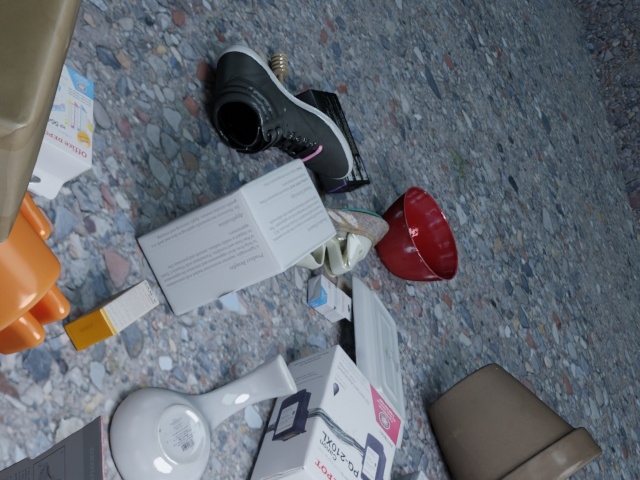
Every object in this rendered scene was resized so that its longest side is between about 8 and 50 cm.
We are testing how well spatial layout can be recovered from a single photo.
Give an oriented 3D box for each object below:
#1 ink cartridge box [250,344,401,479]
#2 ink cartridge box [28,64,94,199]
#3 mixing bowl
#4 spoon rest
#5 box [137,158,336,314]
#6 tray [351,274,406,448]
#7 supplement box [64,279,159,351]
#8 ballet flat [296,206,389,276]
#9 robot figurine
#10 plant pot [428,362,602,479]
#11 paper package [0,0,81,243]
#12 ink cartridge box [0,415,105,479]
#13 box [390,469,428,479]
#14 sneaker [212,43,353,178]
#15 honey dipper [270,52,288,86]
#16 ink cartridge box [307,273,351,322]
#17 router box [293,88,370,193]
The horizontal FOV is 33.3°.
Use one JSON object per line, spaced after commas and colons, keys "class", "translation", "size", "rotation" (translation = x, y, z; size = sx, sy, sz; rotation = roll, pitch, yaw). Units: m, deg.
{"class": "ink cartridge box", "translation": [0.012, 0.292, 1.477], "size": [0.172, 0.100, 0.237], "rotation": [52, 32, -23]}
{"class": "ink cartridge box", "translation": [-0.325, -0.128, 1.238], "size": [0.092, 0.090, 0.143], "rotation": [30, 44, -47]}
{"class": "mixing bowl", "translation": [0.162, 0.003, 1.941], "size": [0.181, 0.098, 0.181], "rotation": [40, 38, -40]}
{"class": "spoon rest", "translation": [-0.147, 0.222, 1.310], "size": [0.276, 0.084, 0.137], "rotation": [-23, 88, -48]}
{"class": "box", "translation": [-0.107, -0.006, 1.416], "size": [0.119, 0.181, 0.182], "rotation": [64, 29, -5]}
{"class": "tray", "translation": [0.097, 0.187, 1.713], "size": [0.145, 0.030, 0.270], "rotation": [56, 21, -37]}
{"class": "supplement box", "translation": [-0.242, 0.087, 1.246], "size": [0.036, 0.062, 0.098], "rotation": [62, 30, -6]}
{"class": "ballet flat", "translation": [0.000, 0.000, 1.677], "size": [0.316, 0.107, 0.106], "rotation": [11, 56, -44]}
{"class": "robot figurine", "translation": [-0.347, 0.013, 1.060], "size": [0.219, 0.158, 0.128], "rotation": [56, -8, -18]}
{"class": "plant pot", "translation": [0.303, 0.343, 1.819], "size": [0.229, 0.263, 0.263], "rotation": [54, 25, 18]}
{"class": "paper package", "translation": [-0.391, -0.194, 0.979], "size": [0.309, 0.168, 0.325], "rotation": [14, 50, -14]}
{"class": "ink cartridge box", "translation": [-0.225, 0.327, 0.889], "size": [0.066, 0.261, 0.296], "rotation": [19, 53, -41]}
{"class": "box", "translation": [0.144, 0.444, 1.615], "size": [0.137, 0.072, 0.126], "rotation": [57, 30, -14]}
{"class": "sneaker", "translation": [-0.067, -0.163, 1.689], "size": [0.295, 0.104, 0.147], "rotation": [42, 38, -27]}
{"class": "honey dipper", "translation": [-0.068, -0.246, 1.821], "size": [0.030, 0.030, 0.161], "rotation": [29, 50, -48]}
{"class": "ink cartridge box", "translation": [0.015, 0.097, 1.700], "size": [0.083, 0.028, 0.048], "rotation": [41, 37, -38]}
{"class": "router box", "translation": [0.018, -0.173, 1.870], "size": [0.133, 0.046, 0.179], "rotation": [-9, 77, -69]}
